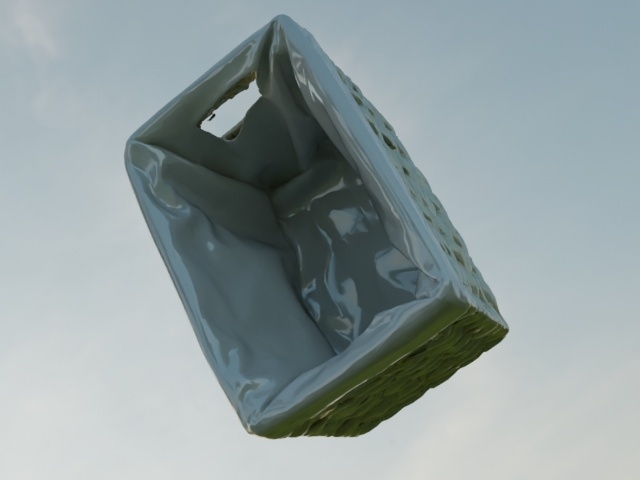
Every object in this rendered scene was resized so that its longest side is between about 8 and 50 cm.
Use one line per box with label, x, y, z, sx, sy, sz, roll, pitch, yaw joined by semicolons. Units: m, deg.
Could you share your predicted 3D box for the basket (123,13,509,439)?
basket;0.000;0.000;0.505;0.113;0.167;0.103;-37;-27;16
